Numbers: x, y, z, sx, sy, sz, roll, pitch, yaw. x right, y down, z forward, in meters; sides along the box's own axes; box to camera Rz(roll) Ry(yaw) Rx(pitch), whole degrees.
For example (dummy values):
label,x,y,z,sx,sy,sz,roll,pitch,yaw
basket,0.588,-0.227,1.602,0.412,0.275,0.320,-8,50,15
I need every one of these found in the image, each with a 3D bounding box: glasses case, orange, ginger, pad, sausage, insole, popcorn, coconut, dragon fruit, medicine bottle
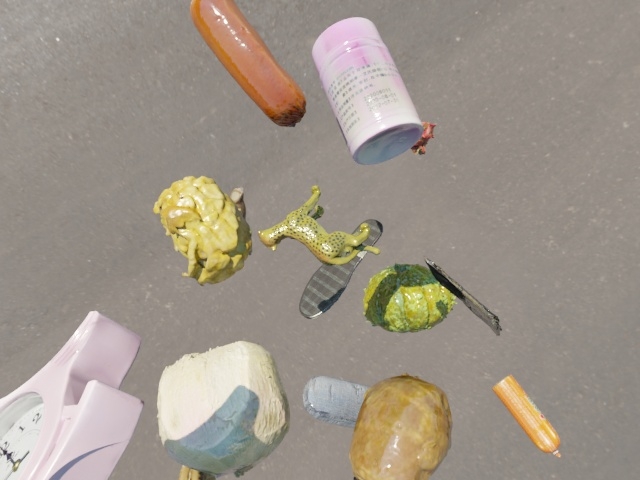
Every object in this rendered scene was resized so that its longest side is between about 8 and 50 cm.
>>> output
label,x,y,z,sx,sy,sz,roll,pitch,yaw
glasses case,0.087,0.418,1.191,0.282,0.067,0.109,20,39,-17
orange,0.282,0.186,1.555,0.300,0.301,0.223,-13,92,-3
ginger,0.178,0.413,1.036,0.269,0.200,0.223,8,71,-54
pad,0.354,0.138,1.168,0.022,0.174,0.233,-45,57,1
sausage,0.578,0.489,1.301,0.071,0.071,0.234,-31,68,-12
sausage,-0.156,-0.384,0.983,0.097,0.094,0.348,-39,86,33
insole,0.052,0.065,1.166,0.309,0.110,0.012,-49,136,-14
popcorn,-0.266,-0.028,1.079,0.190,0.250,0.250,-23,90,0
coconut,-0.211,0.394,1.071,0.297,0.297,0.254,-3,54,-11
dragon fruit,0.339,-0.367,1.714,0.153,0.153,0.111,1,89,-11
medicine bottle,0.091,-0.298,0.948,0.152,0.152,0.254,-16,73,-12

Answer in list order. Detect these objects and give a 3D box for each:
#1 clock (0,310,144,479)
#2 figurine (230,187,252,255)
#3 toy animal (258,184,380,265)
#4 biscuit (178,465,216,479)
label,x,y,z,sx,sy,sz,roll,pitch,yaw
clock,-0.346,0.225,0.585,0.080,0.275,0.290,50,60,-39
figurine,-0.329,-0.023,1.553,0.173,0.177,0.247,-1,127,9
toy animal,0.000,0.000,0.823,0.181,0.073,0.136,38,59,18
biscuit,-0.332,0.717,1.287,0.079,0.259,0.259,-9,87,-4
